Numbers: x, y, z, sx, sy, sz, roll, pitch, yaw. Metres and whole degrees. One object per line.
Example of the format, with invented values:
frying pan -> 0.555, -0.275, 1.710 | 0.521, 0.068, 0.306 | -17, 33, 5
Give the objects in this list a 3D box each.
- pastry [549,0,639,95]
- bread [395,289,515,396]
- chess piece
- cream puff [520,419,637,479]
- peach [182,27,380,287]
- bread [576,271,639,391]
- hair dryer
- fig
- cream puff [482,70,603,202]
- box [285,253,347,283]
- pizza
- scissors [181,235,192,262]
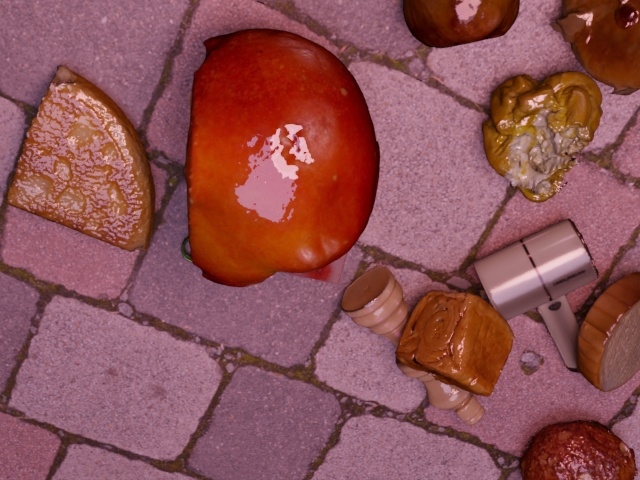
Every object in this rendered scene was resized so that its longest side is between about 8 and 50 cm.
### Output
pastry -> 0.489, -0.357, 1.241 | 0.257, 0.120, 0.236 | -31, 76, 46
bread -> 0.249, 0.186, 1.478 | 0.143, 0.149, 0.158 | 33, 70, -32
chess piece -> 0.199, 0.229, 1.591 | 0.117, 0.117, 0.397 | -34, 114, 14
cream puff -> 0.548, 0.492, 1.703 | 0.240, 0.164, 0.240 | -3, 115, -6
peach -> -0.063, -0.123, 1.280 | 0.310, 0.335, 0.406 | 2, 96, -4
bread -> 0.576, 0.174, 1.536 | 0.236, 0.070, 0.236 | -21, 128, -29
hair dryer -> 0.454, 0.141, 1.559 | 0.203, 0.128, 0.362 | -26, 122, 10
fig -> 0.232, -0.436, 1.241 | 0.190, 0.190, 0.290 | 13, 98, -8
cream puff -> 0.365, -0.196, 1.363 | 0.194, 0.195, 0.221 | 20, 126, -11
box -> 0.000, 0.000, 1.501 | 0.111, 0.060, 0.156 | 11, 116, -8
pizza -> -0.383, -0.133, 1.412 | 0.268, 0.087, 0.258 | 25, 109, -14
scissors -> -0.175, -0.027, 1.500 | 0.101, 0.027, 0.204 | 30, 113, -16
